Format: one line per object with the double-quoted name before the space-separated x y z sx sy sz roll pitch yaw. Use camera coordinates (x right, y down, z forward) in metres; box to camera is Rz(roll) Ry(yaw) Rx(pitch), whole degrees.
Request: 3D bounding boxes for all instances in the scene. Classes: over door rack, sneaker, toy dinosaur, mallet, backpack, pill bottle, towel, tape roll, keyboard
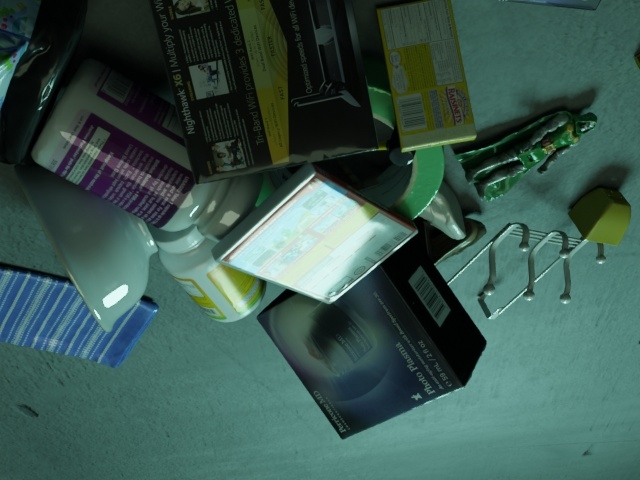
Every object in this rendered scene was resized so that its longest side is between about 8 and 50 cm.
"over door rack" 0.362 0.086 1.536 0.240 0.108 0.324 9 147 -35
"sneaker" 0.239 0.018 1.519 0.188 0.066 0.071 -30 155 37
"toy dinosaur" 0.073 -0.059 1.395 0.112 0.064 0.211 -1 141 -6
"sneaker" 0.180 -0.068 1.399 0.094 0.080 0.212 -26 128 26
"mallet" 0.048 -0.128 1.141 0.190 0.062 0.039 -9 134 13
"backpack" -0.512 -0.228 0.961 0.356 0.273 0.290 26 138 -19
"pill bottle" -0.241 -0.116 1.135 0.302 0.169 0.169 30 130 -19
"towel" -0.524 0.162 1.589 0.336 0.040 0.243 17 135 -28
"pill bottle" -0.202 0.031 1.399 0.136 0.136 0.245 -17 141 11
"tape roll" 0.031 -0.135 1.235 0.321 0.077 0.321 2 136 2
"keyboard" 0.170 0.041 1.507 0.100 0.038 0.192 2 112 24

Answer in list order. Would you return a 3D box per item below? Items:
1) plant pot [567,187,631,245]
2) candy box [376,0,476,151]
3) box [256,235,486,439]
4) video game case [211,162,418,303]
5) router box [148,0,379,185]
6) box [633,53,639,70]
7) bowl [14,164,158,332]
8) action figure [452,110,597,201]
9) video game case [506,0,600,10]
"plant pot" 0.532 -0.052 1.475 0.081 0.081 0.083 9 127 -20
"candy box" 0.145 -0.232 1.090 0.105 0.205 0.027 -9 173 0
"box" 0.095 0.170 1.470 0.294 0.183 0.296 -33 94 33
"video game case" 0.000 0.000 1.204 0.204 0.025 0.285 -41 143 20
"router box" -0.073 -0.244 0.993 0.243 0.081 0.308 -10 106 3
"box" 0.598 -0.296 1.170 0.232 0.087 0.058 -30 135 27
"bowl" -0.349 -0.013 1.242 0.134 0.298 0.297 -28 144 -12
"action figure" 0.358 -0.153 1.333 0.232 0.063 0.137 -30 134 21
"video game case" 0.325 -0.425 1.008 0.196 0.026 0.274 2 142 -13
